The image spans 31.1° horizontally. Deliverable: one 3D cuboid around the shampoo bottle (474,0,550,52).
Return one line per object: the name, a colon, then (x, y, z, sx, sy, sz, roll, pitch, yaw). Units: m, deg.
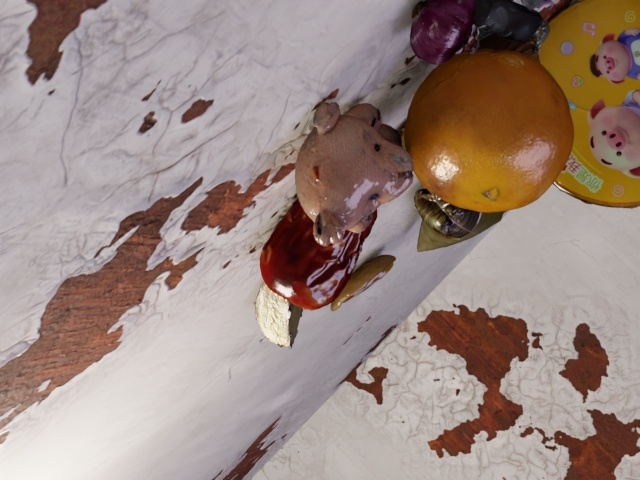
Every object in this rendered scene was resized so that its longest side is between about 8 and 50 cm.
shampoo bottle: (0.290, -0.334, 1.762, 0.207, 0.057, 0.064, 3, 119, -50)

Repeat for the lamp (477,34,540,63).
lamp: (0.300, -0.287, 1.918, 0.136, 0.136, 0.136, -42, 167, -12)

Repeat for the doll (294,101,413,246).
doll: (0.081, -0.105, 1.680, 0.303, 0.156, 0.201, -19, 111, -61)

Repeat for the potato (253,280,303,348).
potato: (-0.083, 0.102, 2.117, 0.101, 0.089, 0.172, -61, 155, -58)

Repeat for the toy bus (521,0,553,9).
toy bus: (0.401, -0.449, 1.792, 0.317, 0.112, 0.138, -30, 171, -47)

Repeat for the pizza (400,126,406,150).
pizza: (0.162, -0.175, 2.017, 0.182, 0.062, 0.161, -28, 166, -39)

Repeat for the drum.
drum: (0.602, -0.278, 2.255, 0.431, 0.431, 0.214, -49, 167, 19)

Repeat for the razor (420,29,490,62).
razor: (0.192, -0.301, 1.736, 0.068, 0.037, 0.191, -28, 180, 36)

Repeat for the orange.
orange: (0.257, -0.167, 1.771, 0.261, 0.261, 0.261, -42, 167, -12)

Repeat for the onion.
onion: (0.173, -0.292, 1.566, 0.115, 0.104, 0.115, -56, 180, 1)

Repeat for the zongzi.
zongzi: (0.257, -0.033, 2.580, 0.289, 0.154, 0.317, -14, 154, -52)

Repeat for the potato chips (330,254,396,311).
potato chips: (0.093, 0.092, 2.658, 0.201, 0.049, 0.150, -42, 171, -21)

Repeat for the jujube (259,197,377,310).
jujube: (0.000, 0.000, 1.853, 0.230, 0.155, 0.155, -56, 164, 20)
